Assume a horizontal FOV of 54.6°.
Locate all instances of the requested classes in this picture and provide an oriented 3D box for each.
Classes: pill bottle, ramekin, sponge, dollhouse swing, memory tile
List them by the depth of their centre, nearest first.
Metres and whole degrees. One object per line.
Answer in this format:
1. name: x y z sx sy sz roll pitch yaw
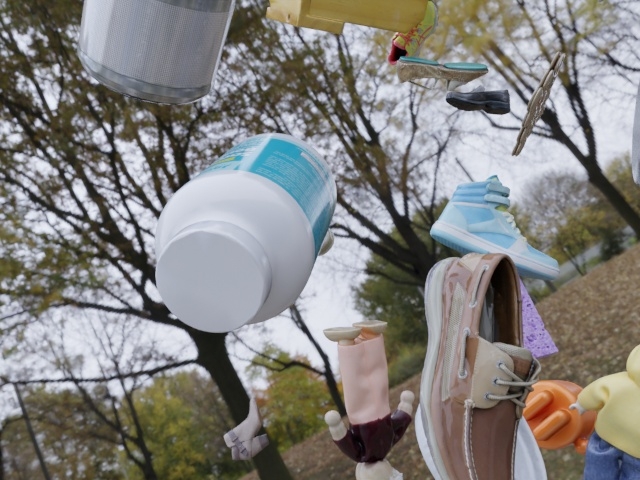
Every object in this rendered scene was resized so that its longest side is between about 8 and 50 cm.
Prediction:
1. pill bottle: -0.069 -0.012 0.613 0.146 0.146 0.264 -39 11 19
2. ramekin: 0.234 0.301 0.935 0.109 0.207 0.207 -36 -21 23
3. memory tile: 0.329 -0.203 0.940 0.113 0.012 0.148 -56 -19 -21
4. sponge: 0.435 0.169 1.390 0.117 0.210 0.031 -6 -29 -27
5. dollhouse swing: 0.075 -0.692 1.526 0.305 0.315 0.346 -1 -67 -26

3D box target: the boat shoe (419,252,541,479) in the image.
1. boat shoe: 0.199 0.160 0.757 0.123 0.324 0.116 16 -28 -35

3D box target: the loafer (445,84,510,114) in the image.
1. loafer: 0.393 -0.356 1.549 0.170 0.061 0.062 6 -4 -14

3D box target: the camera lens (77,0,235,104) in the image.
1. camera lens: -0.249 -0.367 0.966 0.220 0.219 0.274 -10 -47 -43

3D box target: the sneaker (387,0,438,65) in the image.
1. sneaker: 0.233 -0.531 1.599 0.094 0.081 0.208 -36 -21 -32

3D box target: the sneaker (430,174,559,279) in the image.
1. sneaker: 0.451 -0.042 1.507 0.127 0.319 0.208 63 -129 -79

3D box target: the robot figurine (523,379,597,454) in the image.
1. robot figurine: 0.454 0.331 1.195 0.158 0.128 0.219 6 -7 37

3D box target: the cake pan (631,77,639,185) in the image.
1. cake pan: 0.612 -0.223 1.119 0.054 0.292 0.293 4 -12 18

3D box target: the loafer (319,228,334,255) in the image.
1. loafer: 0.000 0.000 1.927 0.102 0.092 0.268 -49 15 0

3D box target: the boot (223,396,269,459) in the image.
1. boot: -0.163 0.404 1.321 0.087 0.118 0.042 -20 -25 -1

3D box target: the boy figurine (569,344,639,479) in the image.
1. boy figurine: 0.478 0.272 0.954 0.092 0.177 0.284 6 -80 -51

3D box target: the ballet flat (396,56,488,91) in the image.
1. ballet flat: 0.273 -0.374 1.408 0.073 0.207 0.067 -71 -13 -63

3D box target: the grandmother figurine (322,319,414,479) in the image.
1. grandmother figurine: 0.093 0.325 1.153 0.208 0.341 0.104 -6 0 -25
